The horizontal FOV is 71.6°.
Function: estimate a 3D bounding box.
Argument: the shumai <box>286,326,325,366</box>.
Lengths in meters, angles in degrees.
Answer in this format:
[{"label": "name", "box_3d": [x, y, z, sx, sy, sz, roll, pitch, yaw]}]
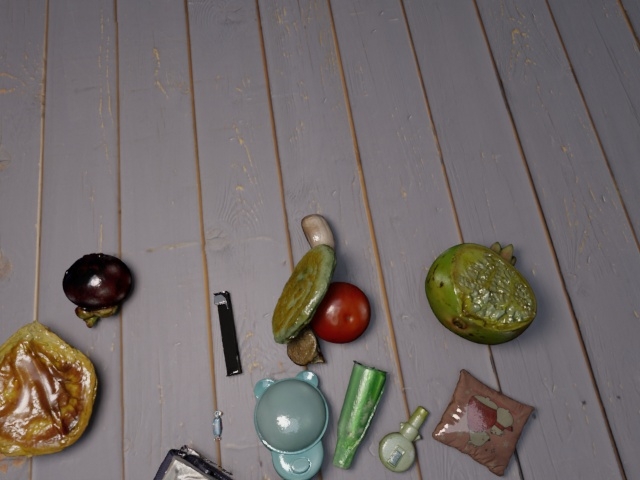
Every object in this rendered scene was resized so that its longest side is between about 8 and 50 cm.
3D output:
[{"label": "shumai", "box_3d": [-0.044, 0.311, 1.333, 0.139, 0.105, 0.122, 6, 86, 35]}]

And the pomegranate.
[{"label": "pomegranate", "box_3d": [0.471, 0.152, 1.334, 0.310, 0.216, 0.358, 37, 47, 11]}]

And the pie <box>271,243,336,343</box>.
[{"label": "pie", "box_3d": [-0.047, 0.156, 1.280, 0.071, 0.323, 0.323, 30, 74, -16]}]

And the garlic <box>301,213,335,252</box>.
[{"label": "garlic", "box_3d": [-0.003, -0.011, 1.429, 0.087, 0.101, 0.195, -25, 74, -8]}]

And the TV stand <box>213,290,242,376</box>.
[{"label": "TV stand", "box_3d": [-0.289, 0.286, 1.373, 0.049, 0.040, 0.256, -12, 73, -3]}]

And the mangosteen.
[{"label": "mangosteen", "box_3d": [-0.679, 0.153, 1.356, 0.194, 0.194, 0.230, 2, 98, 1]}]

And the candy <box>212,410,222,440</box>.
[{"label": "candy", "box_3d": [-0.301, 0.545, 1.305, 0.030, 0.020, 0.083, -7, 74, 0]}]

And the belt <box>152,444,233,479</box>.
[{"label": "belt", "box_3d": [-0.333, 0.660, 1.209, 0.231, 0.139, 0.126, 26, 76, 10]}]

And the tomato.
[{"label": "tomato", "box_3d": [0.059, 0.217, 1.326, 0.195, 0.136, 0.195, -1, 93, -16]}]

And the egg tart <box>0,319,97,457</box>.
[{"label": "egg tart", "box_3d": [-0.799, 0.436, 1.275, 0.352, 0.153, 0.339, 25, 76, 7]}]

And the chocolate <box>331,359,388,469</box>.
[{"label": "chocolate", "box_3d": [0.104, 0.504, 1.277, 0.110, 0.110, 0.291, 18, 77, 6]}]

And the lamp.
[{"label": "lamp", "box_3d": [-0.077, 0.521, 1.245, 0.210, 0.147, 0.283, -9, 74, -7]}]

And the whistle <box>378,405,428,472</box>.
[{"label": "whistle", "box_3d": [0.247, 0.568, 1.274, 0.104, 0.057, 0.198, 37, 78, 10]}]

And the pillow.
[{"label": "pillow", "box_3d": [0.466, 0.520, 1.273, 0.236, 0.084, 0.223, 28, 73, 6]}]
